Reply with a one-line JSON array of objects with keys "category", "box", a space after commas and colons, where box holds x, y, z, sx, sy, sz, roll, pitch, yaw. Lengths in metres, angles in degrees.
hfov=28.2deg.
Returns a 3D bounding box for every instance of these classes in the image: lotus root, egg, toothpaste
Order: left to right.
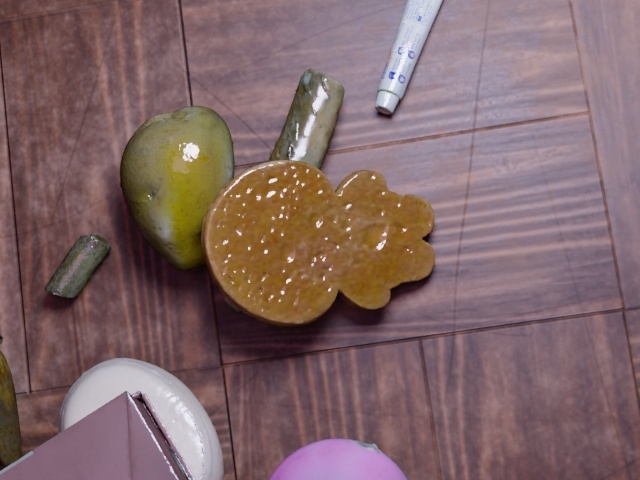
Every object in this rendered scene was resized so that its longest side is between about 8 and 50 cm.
[{"category": "lotus root", "box": [-0.430, 0.226, 1.554, 0.123, 0.124, 0.241, -8, 77, -10]}, {"category": "egg", "box": [0.009, 0.360, 1.447, 0.196, 0.196, 0.271, 7, 95, 8]}, {"category": "toothpaste", "box": [0.118, -0.263, 1.618, 0.052, 0.033, 0.218, 20, 81, 6]}]

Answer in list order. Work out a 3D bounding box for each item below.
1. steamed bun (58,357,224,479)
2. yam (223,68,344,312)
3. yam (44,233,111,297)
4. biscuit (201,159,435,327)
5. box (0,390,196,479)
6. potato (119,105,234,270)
[{"category": "steamed bun", "box": [-0.211, 0.250, 1.520, 0.177, 0.130, 0.228, -39, 69, -5]}, {"category": "yam", "box": [-0.043, -0.058, 1.584, 0.071, 0.067, 0.317, 11, 79, 51]}, {"category": "yam", "box": [-0.307, 0.033, 1.614, 0.043, 0.043, 0.094, 32, 87, 11]}, {"category": "biscuit", "box": [0.000, 0.000, 1.538, 0.289, 0.044, 0.202, -6, 89, -18]}, {"category": "box", "box": [-0.239, 0.303, 1.391, 0.215, 0.086, 0.215, -32, 70, -5]}, {"category": "potato", "box": [-0.168, -0.062, 1.568, 0.157, 0.157, 0.194, -11, 104, 5]}]
